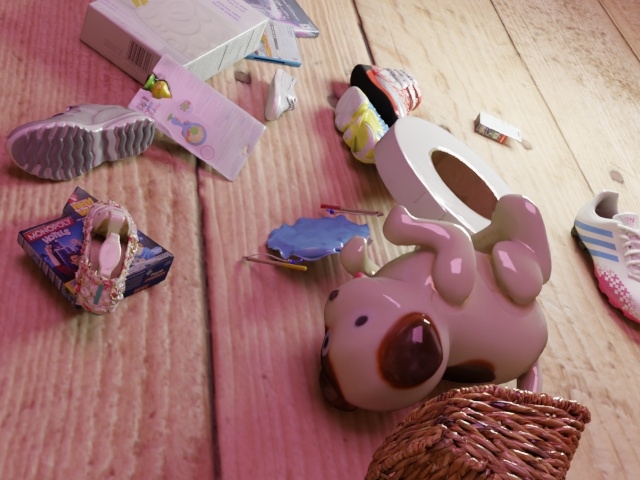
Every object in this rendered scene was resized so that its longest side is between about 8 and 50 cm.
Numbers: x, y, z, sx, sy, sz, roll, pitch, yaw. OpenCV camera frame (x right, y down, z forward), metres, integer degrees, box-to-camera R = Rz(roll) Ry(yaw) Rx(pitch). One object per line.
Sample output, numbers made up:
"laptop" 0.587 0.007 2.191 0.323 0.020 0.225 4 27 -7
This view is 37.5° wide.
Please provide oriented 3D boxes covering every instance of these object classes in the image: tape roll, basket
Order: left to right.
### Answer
"basket" 0.180 0.314 1.260 0.213 0.299 0.223 33 40 8
"tape roll" 0.275 -0.090 1.896 0.392 0.072 0.392 32 30 -21

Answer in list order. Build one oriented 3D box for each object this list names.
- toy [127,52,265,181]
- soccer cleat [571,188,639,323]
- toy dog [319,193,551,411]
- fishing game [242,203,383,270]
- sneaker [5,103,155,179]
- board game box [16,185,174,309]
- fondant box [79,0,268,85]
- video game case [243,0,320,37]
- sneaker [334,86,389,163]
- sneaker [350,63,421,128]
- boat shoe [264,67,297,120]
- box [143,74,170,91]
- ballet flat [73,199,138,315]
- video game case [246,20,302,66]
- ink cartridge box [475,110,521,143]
"toy" -0.237 -0.227 1.786 0.237 0.056 0.137 37 67 -18
"soccer cleat" 0.649 0.028 2.020 0.116 0.143 0.331 6 43 -28
"toy dog" 0.165 0.139 1.521 0.408 0.284 0.395 -14 88 -43
"fishing game" 0.000 0.000 1.678 0.189 0.041 0.264 7 27 30
"sneaker" -0.426 -0.178 1.628 0.115 0.105 0.281 31 28 30
"board game box" -0.363 0.009 1.460 0.194 0.060 0.194 44 39 19
"fondant box" -0.300 -0.445 1.979 0.238 0.096 0.330 36 41 9
"video game case" -0.158 -0.561 2.283 0.274 0.026 0.196 -5 49 -38
"sneaker" 0.108 -0.232 2.041 0.126 0.091 0.240 29 33 -32
"sneaker" 0.181 -0.308 2.152 0.145 0.090 0.270 0 43 -29
"boat shoe" -0.079 -0.304 2.011 0.063 0.066 0.184 19 28 -11
"box" -0.301 -0.275 1.826 0.083 0.062 0.052 9 43 -24
"ballet flat" -0.307 0.007 1.386 0.091 0.077 0.241 13 40 -19
"video game case" -0.128 -0.459 2.168 0.166 0.015 0.119 4 59 -30
"ink cartridge box" 0.438 -0.271 2.326 0.115 0.029 0.063 24 37 -9
